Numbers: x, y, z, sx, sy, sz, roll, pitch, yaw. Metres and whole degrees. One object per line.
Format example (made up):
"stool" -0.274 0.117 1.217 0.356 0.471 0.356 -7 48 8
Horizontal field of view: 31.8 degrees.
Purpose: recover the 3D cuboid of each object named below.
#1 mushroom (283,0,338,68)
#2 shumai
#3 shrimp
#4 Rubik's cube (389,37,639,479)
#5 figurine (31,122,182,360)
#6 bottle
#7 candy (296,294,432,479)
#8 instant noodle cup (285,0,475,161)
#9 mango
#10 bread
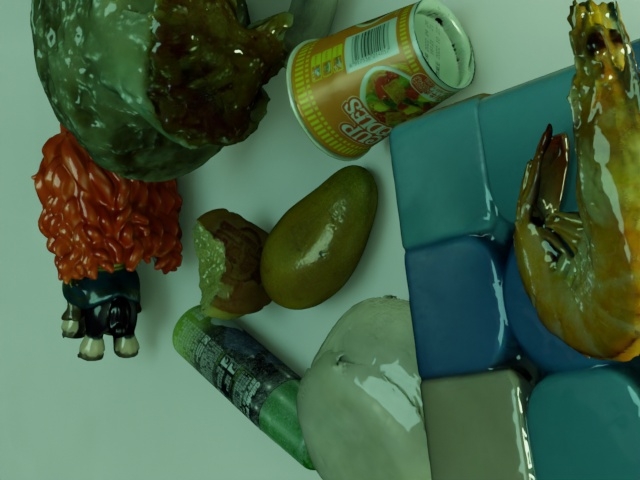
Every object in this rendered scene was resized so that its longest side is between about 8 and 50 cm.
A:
"mushroom" -0.009 -0.351 1.479 0.096 0.099 0.278 24 121 24
"shumai" -0.188 -0.265 1.486 0.323 0.324 0.397 16 110 59
"shrimp" 0.187 -0.038 0.771 0.150 0.068 0.248 16 108 53
"Rubik's cube" 0.306 0.035 0.942 0.344 0.347 0.346 -16 80 47
"figurine" -0.350 -0.002 1.821 0.412 0.241 0.306 107 163 -46
"bottle" -0.089 0.203 1.594 0.330 0.093 0.093 35 117 43
"candy" 0.111 0.201 1.296 0.295 0.185 0.295 16 115 36
"instant noodle cup" 0.079 -0.203 1.354 0.185 0.168 0.168 -21 75 39
"mango" 0.000 0.000 1.488 0.227 0.099 0.136 -52 47 26
"bread" -0.119 0.035 1.603 0.086 0.125 0.156 -32 66 54
